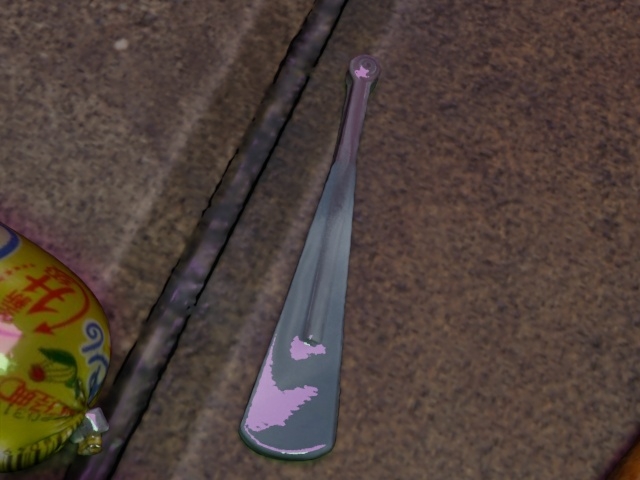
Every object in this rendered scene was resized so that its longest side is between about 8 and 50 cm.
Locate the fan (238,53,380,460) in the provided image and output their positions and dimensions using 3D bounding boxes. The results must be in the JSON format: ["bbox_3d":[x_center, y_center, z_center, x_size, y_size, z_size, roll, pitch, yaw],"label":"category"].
[{"bbox_3d":[0.000,0.000,0.709,0.057,0.023,0.282,8,63,4],"label":"fan"}]

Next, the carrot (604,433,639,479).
[{"bbox_3d":[0.184,0.143,0.658,0.047,0.047,0.191,35,63,8],"label":"carrot"}]

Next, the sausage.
[{"bbox_3d":[-0.256,0.011,0.605,0.347,0.123,0.123,30,64,5],"label":"sausage"}]
